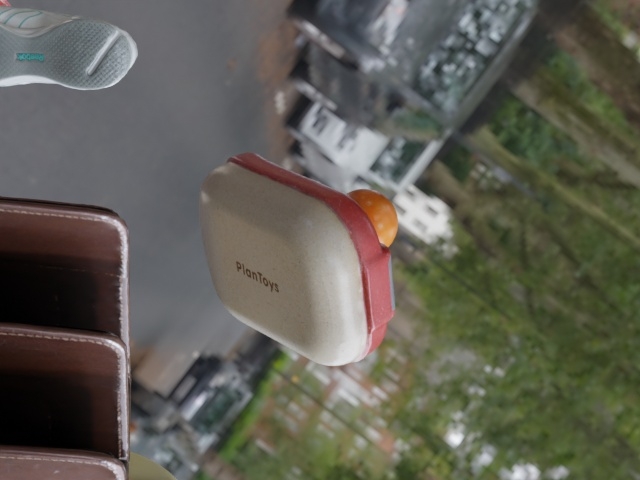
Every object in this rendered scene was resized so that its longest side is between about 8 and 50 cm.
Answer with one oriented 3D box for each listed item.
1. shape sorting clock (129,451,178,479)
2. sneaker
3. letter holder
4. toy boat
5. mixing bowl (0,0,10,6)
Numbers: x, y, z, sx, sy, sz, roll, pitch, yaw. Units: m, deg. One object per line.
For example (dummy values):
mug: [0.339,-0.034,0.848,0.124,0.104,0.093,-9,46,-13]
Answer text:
shape sorting clock: [-0.204,0.290,1.314,0.206,0.206,0.040,-53,178,-14]
sneaker: [-0.189,-0.121,0.911,0.061,0.152,0.054,-68,166,-77]
letter holder: [-0.275,0.090,0.933,0.214,0.302,0.152,98,-10,-48]
toy boat: [0.000,0.000,1.236,0.151,0.231,0.151,-23,120,-31]
mixing bowl: [-0.406,-0.246,1.413,0.098,0.181,0.181,-54,179,-2]
